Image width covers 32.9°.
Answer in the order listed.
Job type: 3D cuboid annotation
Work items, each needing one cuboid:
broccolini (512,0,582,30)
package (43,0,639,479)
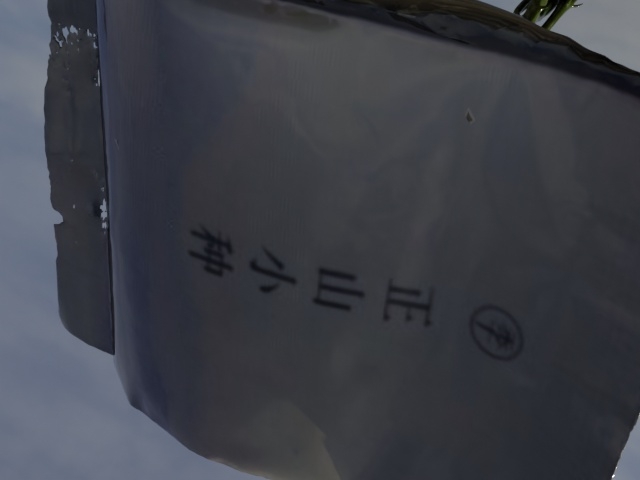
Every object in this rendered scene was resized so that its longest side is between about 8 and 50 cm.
[{"bbox_3d":[0.125,-0.109,0.618,0.054,0.194,0.052,43,147,-27],"label":"broccolini"},{"bbox_3d":[0.000,0.000,0.384,0.251,0.204,0.062,25,-143,25],"label":"package"}]
